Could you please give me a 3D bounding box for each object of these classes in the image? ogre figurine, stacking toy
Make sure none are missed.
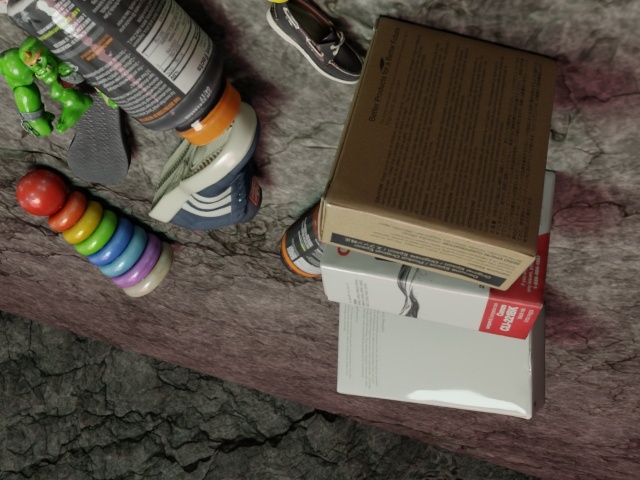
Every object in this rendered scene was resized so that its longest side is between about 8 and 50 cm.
[{"bbox_3d":[-0.324,-0.215,0.771,0.196,0.097,0.118,-9,137,30],"label":"ogre figurine"},{"bbox_3d":[-0.458,-0.026,1.230,0.141,0.141,0.330,-7,140,40],"label":"stacking toy"}]

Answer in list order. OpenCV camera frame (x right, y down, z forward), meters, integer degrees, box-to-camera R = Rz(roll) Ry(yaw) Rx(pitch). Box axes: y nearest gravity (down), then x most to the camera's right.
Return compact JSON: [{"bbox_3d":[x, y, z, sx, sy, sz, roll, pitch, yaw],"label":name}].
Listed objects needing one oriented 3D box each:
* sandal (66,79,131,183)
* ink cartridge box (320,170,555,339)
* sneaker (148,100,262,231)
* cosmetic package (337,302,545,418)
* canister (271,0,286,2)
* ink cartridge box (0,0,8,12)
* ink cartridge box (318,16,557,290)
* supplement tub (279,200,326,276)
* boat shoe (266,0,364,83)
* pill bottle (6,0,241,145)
[{"bbox_3d":[-0.337,-0.170,0.940,0.097,0.055,0.254,15,146,-14],"label":"sandal"},{"bbox_3d":[0.153,-0.003,0.805,0.272,0.197,0.114,9,153,13],"label":"ink cartridge box"},{"bbox_3d":[-0.135,-0.094,0.894,0.148,0.131,0.350,20,161,-24],"label":"sneaker"},{"bbox_3d":[0.224,0.204,1.141,0.365,0.197,0.155,1,176,29],"label":"cosmetic package"},{"bbox_3d":[-0.026,-0.286,0.480,0.126,0.074,0.169,28,151,-25],"label":"canister"},{"bbox_3d":[-0.400,-0.304,0.655,0.150,0.063,0.109,8,165,18],"label":"ink cartridge box"},{"bbox_3d":[0.118,-0.090,0.602,0.193,0.235,0.088,15,154,4],"label":"ink cartridge box"},{"bbox_3d":[0.000,0.000,1.012,0.106,0.106,0.198,25,154,-18],"label":"supplement tub"},{"bbox_3d":[0.002,-0.215,0.644,0.125,0.046,0.038,36,154,-20],"label":"boat shoe"},{"bbox_3d":[-0.198,-0.210,0.669,0.130,0.131,0.245,-5,147,38],"label":"pill bottle"}]
